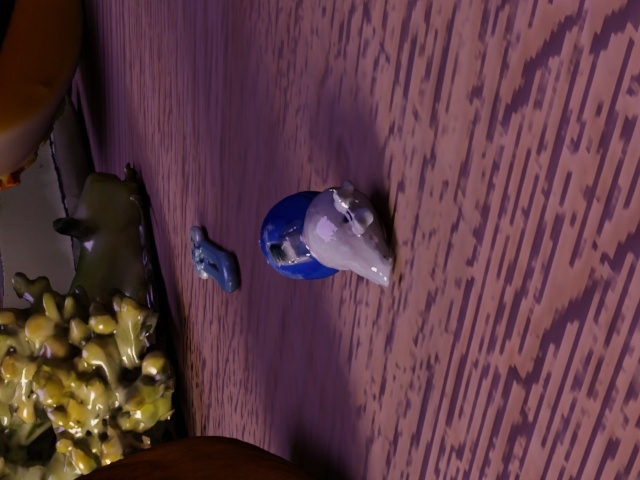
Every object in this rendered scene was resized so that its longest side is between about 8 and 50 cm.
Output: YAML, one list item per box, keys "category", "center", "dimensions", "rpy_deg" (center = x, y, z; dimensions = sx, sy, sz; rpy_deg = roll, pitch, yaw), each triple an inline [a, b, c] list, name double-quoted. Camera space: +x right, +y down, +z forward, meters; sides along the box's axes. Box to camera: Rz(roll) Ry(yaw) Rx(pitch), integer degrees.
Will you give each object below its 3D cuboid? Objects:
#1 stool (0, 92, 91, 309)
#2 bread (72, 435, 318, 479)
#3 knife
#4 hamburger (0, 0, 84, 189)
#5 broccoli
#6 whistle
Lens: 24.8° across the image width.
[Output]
- category: "stool"
  center: [-0.324, 0.021, 1.249]
  dimensions: [0.170, 0.270, 0.243]
  rpy_deg: [107, 151, -59]
- category: "bread"
  center: [-0.102, 0.158, 0.521]
  dimensions: [0.174, 0.246, 0.121]
  rpy_deg: [179, 72, -77]
- category: "knife"
  center: [-0.054, 0.010, 0.701]
  dimensions: [0.096, 0.010, 0.027]
  rpy_deg: [-156, 58, -73]
- category: "hamburger"
  center: [-0.320, -0.160, 1.107]
  dimensions: [0.179, 0.294, 0.276]
  rpy_deg: [-24, 52, 48]
- category: "broccoli"
  center: [-0.184, 0.092, 0.918]
  dimensions: [0.242, 0.180, 0.272]
  rpy_deg: [140, 121, -75]
- category: "whistle"
  center: [0.000, 0.000, 0.448]
  dimensions: [0.033, 0.029, 0.083]
  rpy_deg: [67, 160, -7]
